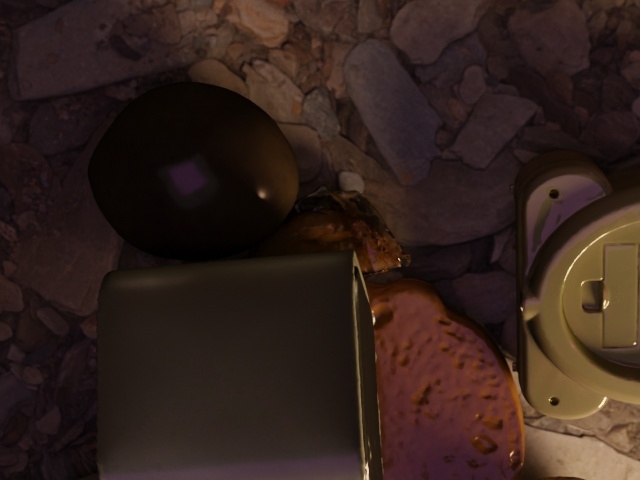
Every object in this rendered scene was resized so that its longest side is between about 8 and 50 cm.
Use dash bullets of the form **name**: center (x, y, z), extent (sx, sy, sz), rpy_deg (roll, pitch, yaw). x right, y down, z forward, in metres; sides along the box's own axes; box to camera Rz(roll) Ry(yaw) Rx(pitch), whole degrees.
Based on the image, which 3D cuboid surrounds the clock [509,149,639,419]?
- **clock**: center (0.354, 0.046, 1.407), extent (0.309, 0.114, 0.284), rpy_deg (-2, 106, 5)

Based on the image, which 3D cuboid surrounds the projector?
- **projector**: center (-0.072, 0.156, 1.329), extent (0.249, 0.248, 0.248), rpy_deg (-5, 73, 5)

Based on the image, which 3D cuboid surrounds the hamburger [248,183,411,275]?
- **hamburger**: center (0.003, -0.007, 1.445), extent (0.176, 0.087, 0.102), rpy_deg (-9, 89, 15)

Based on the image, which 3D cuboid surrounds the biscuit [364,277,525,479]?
- **biscuit**: center (0.049, 0.195, 1.493), extent (0.351, 0.057, 0.312), rpy_deg (2, 94, 4)

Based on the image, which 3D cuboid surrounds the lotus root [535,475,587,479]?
- **lotus root**: center (0.237, 0.419, 1.506), extent (0.151, 0.169, 0.343), rpy_deg (17, 110, 7)

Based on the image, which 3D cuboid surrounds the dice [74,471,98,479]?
- **dice**: center (-0.240, 0.380, 1.535), extent (0.193, 0.194, 0.192), rpy_deg (-22, 103, 11)

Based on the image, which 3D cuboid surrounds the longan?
- **longan**: center (-0.130, -0.070, 1.381), extent (0.212, 0.198, 0.198), rpy_deg (1, 109, 27)
